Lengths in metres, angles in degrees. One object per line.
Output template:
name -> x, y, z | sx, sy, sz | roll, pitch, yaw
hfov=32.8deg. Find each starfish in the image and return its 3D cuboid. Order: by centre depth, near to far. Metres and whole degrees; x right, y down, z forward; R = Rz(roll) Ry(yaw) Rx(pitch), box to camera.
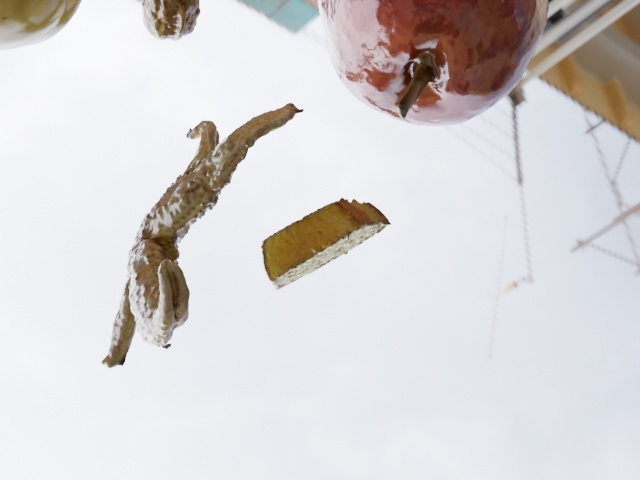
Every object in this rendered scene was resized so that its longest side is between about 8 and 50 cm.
starfish -> -0.164, -0.040, 1.374 | 0.082, 0.324, 0.432 | 34, -123, -16

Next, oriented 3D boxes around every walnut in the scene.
walnut -> -0.200, -0.314, 1.459 | 0.079, 0.096, 0.082 | -15, -131, -31

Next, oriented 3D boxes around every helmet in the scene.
helmet -> -0.319, -0.287, 1.155 | 0.140, 0.257, 0.205 | 29, -120, -21

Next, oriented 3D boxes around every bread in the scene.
bread -> 0.000, 0.000, 1.494 | 0.065, 0.187, 0.103 | 65, -167, 16

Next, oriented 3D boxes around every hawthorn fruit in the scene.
hawthorn fruit -> 0.118, -0.248, 1.204 | 0.287, 0.287, 0.330 | 35, -135, -22
